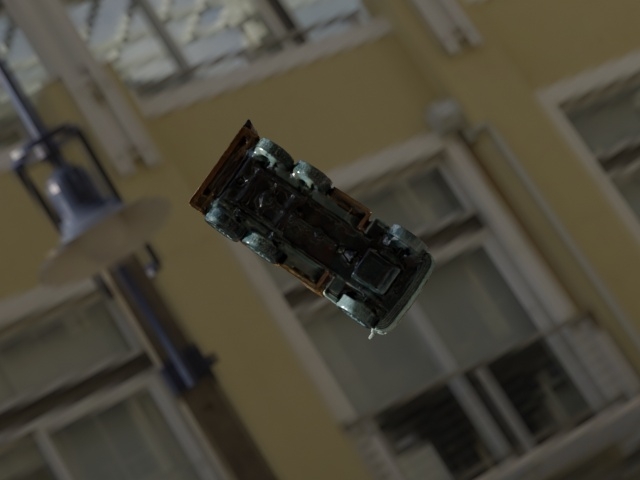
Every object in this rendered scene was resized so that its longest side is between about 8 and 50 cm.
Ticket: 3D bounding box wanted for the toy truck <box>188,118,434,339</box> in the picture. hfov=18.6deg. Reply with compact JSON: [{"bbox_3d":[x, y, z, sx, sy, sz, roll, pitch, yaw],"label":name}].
[{"bbox_3d":[0.000,0.001,1.457,0.080,0.177,0.115,-54,-11,-6],"label":"toy truck"}]
